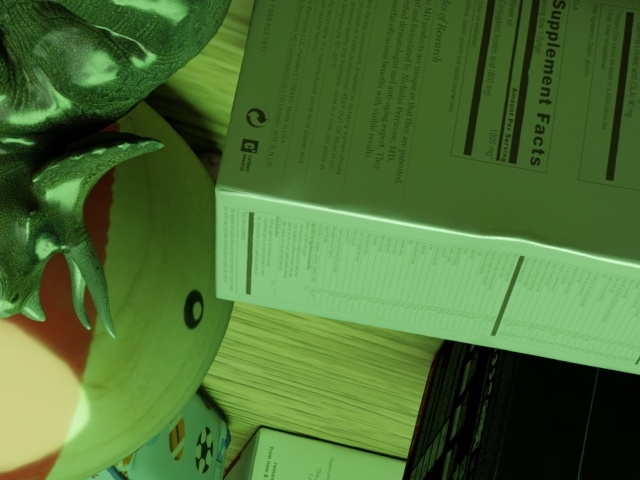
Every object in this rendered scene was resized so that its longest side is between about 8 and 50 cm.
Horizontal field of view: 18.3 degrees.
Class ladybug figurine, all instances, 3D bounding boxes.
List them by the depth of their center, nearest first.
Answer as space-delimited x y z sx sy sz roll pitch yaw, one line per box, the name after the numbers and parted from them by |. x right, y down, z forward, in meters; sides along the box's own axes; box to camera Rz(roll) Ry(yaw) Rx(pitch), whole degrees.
-0.259 0.022 1.026 0.449 0.162 0.305 9 122 -15 | ladybug figurine

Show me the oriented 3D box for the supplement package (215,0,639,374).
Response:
0.082 -0.034 0.925 0.244 0.134 0.139 10 158 1 | supplement package

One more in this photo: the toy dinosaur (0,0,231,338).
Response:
-0.106 -0.112 0.873 0.160 0.121 0.313 21 124 -20 | toy dinosaur

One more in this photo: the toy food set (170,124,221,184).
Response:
-0.095 -0.048 1.125 0.078 0.019 0.122 -6 145 33 | toy food set

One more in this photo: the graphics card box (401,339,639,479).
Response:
0.116 0.130 1.177 0.094 0.232 0.371 15 157 -1 | graphics card box

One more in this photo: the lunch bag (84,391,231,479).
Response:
-0.215 0.142 1.512 0.243 0.115 0.303 4 158 20 | lunch bag

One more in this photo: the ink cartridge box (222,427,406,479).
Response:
0.037 0.249 1.672 0.237 0.100 0.172 15 157 -8 | ink cartridge box
